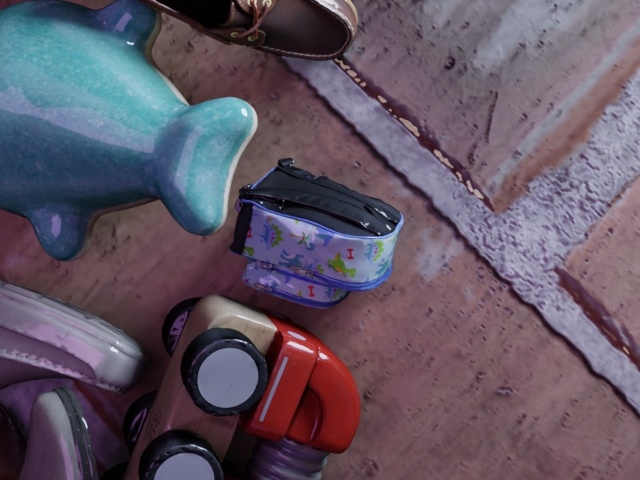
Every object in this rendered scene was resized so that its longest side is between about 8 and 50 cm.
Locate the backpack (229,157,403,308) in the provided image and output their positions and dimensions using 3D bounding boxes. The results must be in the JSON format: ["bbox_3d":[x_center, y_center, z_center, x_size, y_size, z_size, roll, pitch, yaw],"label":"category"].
[{"bbox_3d":[0.000,0.000,0.879,0.114,0.105,0.084,16,113,13],"label":"backpack"}]

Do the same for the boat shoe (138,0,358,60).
[{"bbox_3d":[-0.069,-0.181,0.882,0.207,0.073,0.073,18,123,-12],"label":"boat shoe"}]

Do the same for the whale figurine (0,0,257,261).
[{"bbox_3d":[-0.180,-0.090,0.889,0.272,0.141,0.216,22,93,34],"label":"whale figurine"}]

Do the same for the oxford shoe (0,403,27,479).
[{"bbox_3d":[-0.408,0.218,0.918,0.363,0.130,0.133,-9,56,-20],"label":"oxford shoe"}]

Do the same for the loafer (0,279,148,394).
[{"bbox_3d":[-0.287,0.086,0.946,0.319,0.112,0.112,10,75,25],"label":"loafer"}]

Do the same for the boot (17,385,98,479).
[{"bbox_3d":[-0.246,0.229,0.829,0.161,0.083,0.247,2,93,-24],"label":"boot"}]

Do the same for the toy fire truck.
[{"bbox_3d":[-0.017,0.182,0.864,0.246,0.158,0.217,21,94,-20],"label":"toy fire truck"}]
